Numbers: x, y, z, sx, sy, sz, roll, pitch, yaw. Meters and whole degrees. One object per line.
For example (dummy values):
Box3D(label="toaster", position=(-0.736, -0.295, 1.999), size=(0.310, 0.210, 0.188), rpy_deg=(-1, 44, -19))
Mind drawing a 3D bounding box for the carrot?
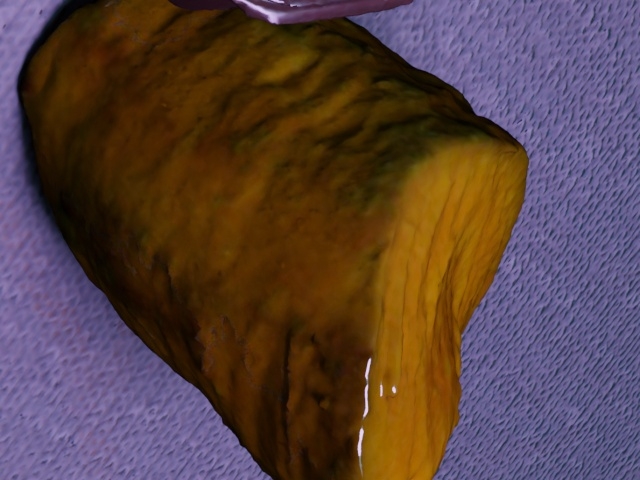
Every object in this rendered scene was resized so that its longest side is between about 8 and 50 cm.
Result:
Box3D(label="carrot", position=(0.000, 0.000, 1.052), size=(0.241, 0.340, 0.241), rpy_deg=(-36, 152, -23))

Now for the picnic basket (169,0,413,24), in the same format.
Box3D(label="picnic basket", position=(0.010, -0.231, 0.990), size=(0.297, 0.129, 0.222), rpy_deg=(-19, 93, -31))
